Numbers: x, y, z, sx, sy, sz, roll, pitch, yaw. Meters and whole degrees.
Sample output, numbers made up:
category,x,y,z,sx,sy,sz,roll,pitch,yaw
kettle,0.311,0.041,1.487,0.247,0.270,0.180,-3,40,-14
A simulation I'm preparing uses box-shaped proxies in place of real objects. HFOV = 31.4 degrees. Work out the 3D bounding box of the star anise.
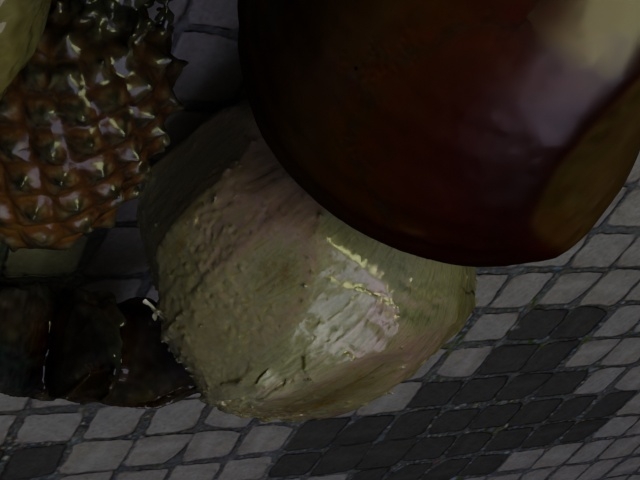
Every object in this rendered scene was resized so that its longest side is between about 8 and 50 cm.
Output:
category,x,y,z,sx,sy,sz,roll,pitch,yaw
star anise,-0.244,0.095,1.077,0.332,0.117,0.331,5,168,1

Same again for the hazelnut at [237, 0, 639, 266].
category,x,y,z,sx,sy,sz,roll,pitch,yaw
hazelnut,0.124,-0.188,0.781,0.409,0.359,0.359,-48,141,11

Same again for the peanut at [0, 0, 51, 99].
category,x,y,z,sx,sy,sz,roll,pitch,yaw
peanut,-0.235,-0.218,0.658,0.152,0.152,0.313,-15,121,-12

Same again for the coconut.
category,x,y,z,sx,sy,sz,roll,pitch,yaw
coconut,0.000,0.000,1.013,0.255,0.297,0.297,-34,146,30

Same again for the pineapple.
category,x,y,z,sx,sy,sz,roll,pitch,yaw
pineapple,-0.160,-0.152,0.814,0.175,0.175,0.361,2,137,-33
